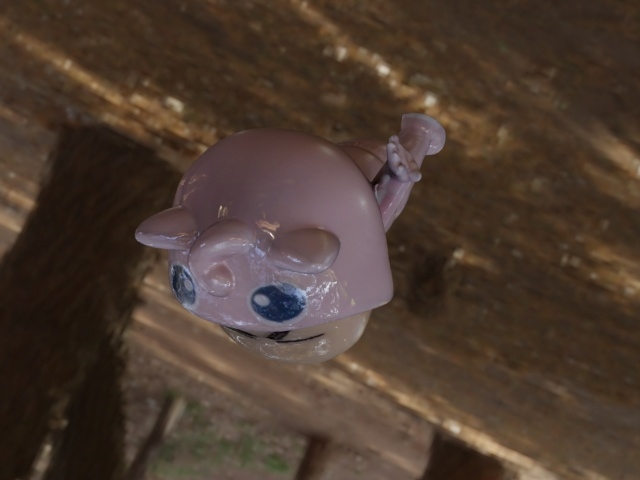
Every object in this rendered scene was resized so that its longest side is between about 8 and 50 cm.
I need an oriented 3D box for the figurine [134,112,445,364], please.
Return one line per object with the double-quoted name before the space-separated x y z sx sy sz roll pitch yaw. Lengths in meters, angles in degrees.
"figurine" 0.000 0.000 0.956 0.176 0.186 0.287 0 -165 18
